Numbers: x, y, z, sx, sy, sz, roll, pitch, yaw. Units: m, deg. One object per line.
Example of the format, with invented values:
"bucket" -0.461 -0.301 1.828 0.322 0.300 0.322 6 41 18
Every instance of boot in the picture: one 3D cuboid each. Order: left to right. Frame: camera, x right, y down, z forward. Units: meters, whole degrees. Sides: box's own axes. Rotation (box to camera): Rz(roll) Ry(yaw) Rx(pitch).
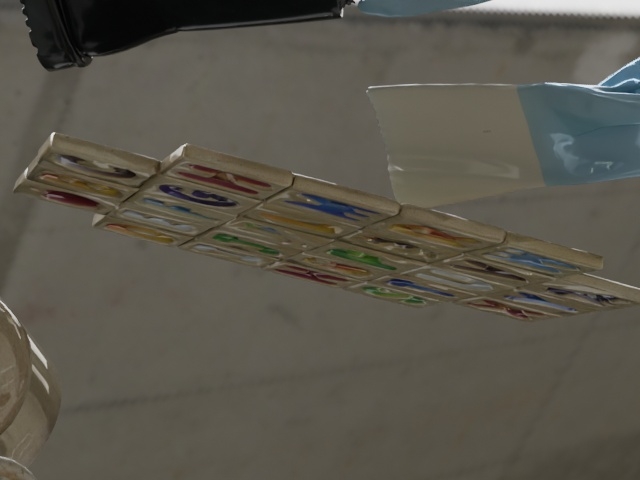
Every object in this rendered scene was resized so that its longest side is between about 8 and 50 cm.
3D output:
"boot" -0.095 -0.233 1.024 0.207 0.094 0.246 -13 -74 7

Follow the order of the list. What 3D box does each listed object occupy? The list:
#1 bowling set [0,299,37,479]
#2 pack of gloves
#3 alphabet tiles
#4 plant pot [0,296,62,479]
"bowling set" -0.131 0.158 0.462 0.154 0.200 0.287 -12 -26 -10
"pack of gloves" 0.119 -0.110 0.930 0.046 0.232 0.195 -55 -49 -56
"alphabet tiles" 0.000 0.000 0.987 0.342 0.285 0.011 15 -100 -15
"plant pot" -0.377 0.065 1.373 0.256 0.256 0.274 -32 -55 -15
